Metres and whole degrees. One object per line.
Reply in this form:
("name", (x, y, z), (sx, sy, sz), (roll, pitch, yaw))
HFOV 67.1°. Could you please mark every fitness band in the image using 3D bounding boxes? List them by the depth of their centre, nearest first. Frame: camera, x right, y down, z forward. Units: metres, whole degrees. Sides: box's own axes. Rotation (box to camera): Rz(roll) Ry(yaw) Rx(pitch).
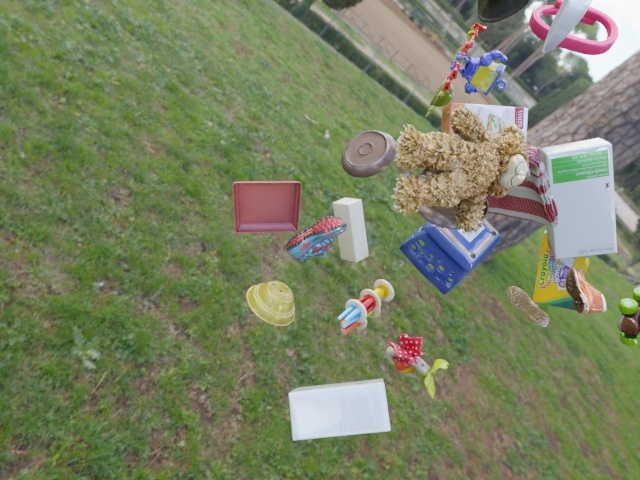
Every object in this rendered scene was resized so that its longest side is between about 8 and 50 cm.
("fitness band", (0.866, -0.732, 1.656), (0.291, 0.054, 0.209), (20, 62, 8))

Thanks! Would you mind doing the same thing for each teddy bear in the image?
("teddy bear", (0.286, -0.140, 0.952), (0.338, 0.245, 0.113), (12, 0, -25))

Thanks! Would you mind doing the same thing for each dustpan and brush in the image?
("dustpan and brush", (0.572, -0.522, 1.051), (0.060, 0.211, 0.147), (24, 70, 8))

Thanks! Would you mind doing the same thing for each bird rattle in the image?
("bird rattle", (0.304, 0.422, 1.654), (0.253, 0.207, 0.143), (36, 66, -21))

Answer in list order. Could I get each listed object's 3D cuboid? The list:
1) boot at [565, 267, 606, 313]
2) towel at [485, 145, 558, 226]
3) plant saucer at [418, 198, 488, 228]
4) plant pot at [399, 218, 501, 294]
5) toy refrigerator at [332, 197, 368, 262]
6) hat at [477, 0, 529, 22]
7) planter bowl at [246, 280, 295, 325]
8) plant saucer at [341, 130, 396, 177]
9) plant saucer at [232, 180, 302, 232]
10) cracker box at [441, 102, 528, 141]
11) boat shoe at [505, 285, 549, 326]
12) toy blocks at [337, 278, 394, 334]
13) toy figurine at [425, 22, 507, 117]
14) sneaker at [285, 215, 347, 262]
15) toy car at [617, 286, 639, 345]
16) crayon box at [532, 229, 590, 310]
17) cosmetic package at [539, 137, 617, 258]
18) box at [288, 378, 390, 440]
("boot", (0.799, 0.152, 1.453), (0.085, 0.059, 0.158), (2, 51, -3))
("towel", (0.483, -0.147, 1.273), (0.237, 0.037, 0.329), (19, -18, 42))
("plant saucer", (0.364, -0.108, 1.340), (0.198, 0.198, 0.036), (36, 51, -21))
("plant pot", (0.454, 0.007, 1.648), (0.236, 0.212, 0.236), (-38, 79, -28))
("toy refrigerator", (0.139, -0.049, 2.151), (0.094, 0.102, 0.269), (-25, 114, -36))
("hat", (0.510, -0.799, 1.355), (0.134, 0.331, 0.331), (13, 40, -23))
("planter bowl", (-0.175, 0.225, 1.902), (0.217, 0.090, 0.217), (27, 29, -16))
("plant saucer", (0.135, -0.257, 1.393), (0.029, 0.168, 0.168), (52, 14, -53))
("plant saucer", (-0.210, -0.139, 1.897), (0.259, 0.258, 0.047), (-1, 44, -8))
("cracker box", (0.460, -0.298, 1.360), (0.232, 0.155, 0.067), (1, 4, -10))
("boat shoe", (0.681, 0.224, 1.593), (0.170, 0.063, 0.059), (56, 4, 40))
("toy blocks", (0.078, 0.155, 1.014), (0.054, 0.123, 0.148), (45, 46, 18))
("toy figurine", (0.570, -0.578, 1.776), (0.217, 0.362, 0.191), (25, 50, -1))
("sneaker", (0.000, 0.000, 1.877), (0.125, 0.262, 0.104), (51, 24, -31))
("toy car", (1.042, 0.260, 1.485), (0.188, 0.149, 0.155), (26, -40, 57))
("crayon box", (0.908, 0.109, 1.814), (0.165, 0.278, 0.081), (9, 14, 26))
("cosmetic package", (0.860, -0.139, 1.616), (0.155, 0.197, 0.365), (-52, 130, -66))
("box", (0.074, 0.620, 1.785), (0.215, 0.345, 0.168), (61, 23, -76))
